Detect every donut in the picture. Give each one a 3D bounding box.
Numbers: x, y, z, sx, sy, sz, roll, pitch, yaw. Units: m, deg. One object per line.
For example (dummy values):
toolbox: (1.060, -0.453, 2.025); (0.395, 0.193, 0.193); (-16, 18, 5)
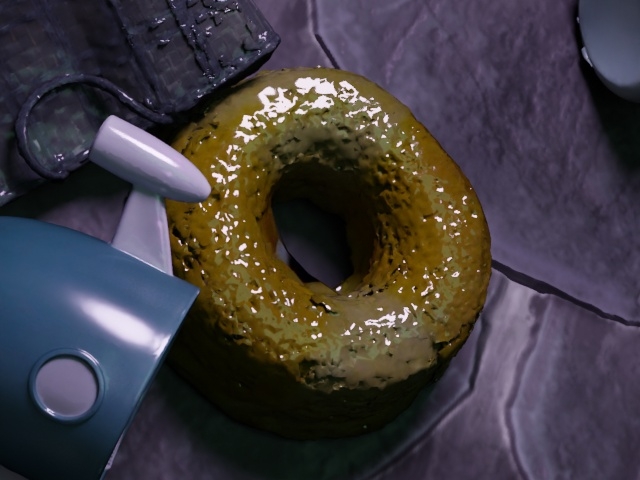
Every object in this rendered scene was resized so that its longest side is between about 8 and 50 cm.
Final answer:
donut: (0.000, 0.000, 1.348); (0.272, 0.107, 0.272); (6, 74, -21)

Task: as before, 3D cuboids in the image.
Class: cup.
cup: (-0.186, 0.060, 1.221); (0.173, 0.167, 0.300); (28, 93, -3)

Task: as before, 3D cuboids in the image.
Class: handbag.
handbag: (-0.175, -0.130, 1.286); (0.270, 0.088, 0.175); (-29, 100, -8)

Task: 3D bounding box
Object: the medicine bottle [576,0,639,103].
medicine bottle: (0.326, -0.182, 1.516); (0.225, 0.139, 0.139); (-7, 82, -25)
